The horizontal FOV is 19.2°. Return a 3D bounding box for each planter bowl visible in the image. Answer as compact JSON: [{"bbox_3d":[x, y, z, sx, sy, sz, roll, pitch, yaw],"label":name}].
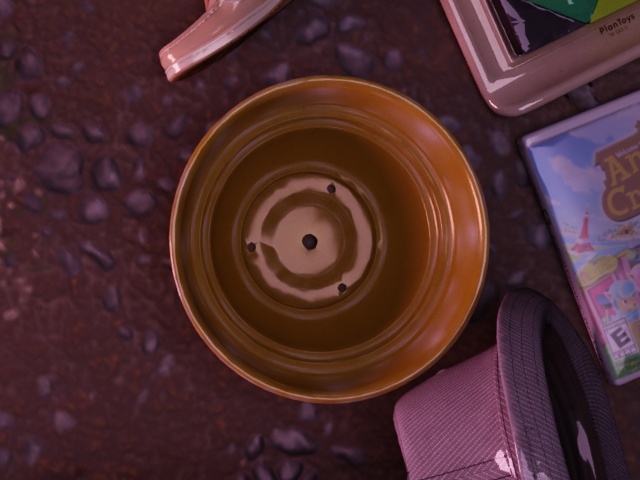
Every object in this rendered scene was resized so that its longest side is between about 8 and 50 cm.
[{"bbox_3d":[0.000,0.000,1.289,0.217,0.090,0.217,0,89,-11],"label":"planter bowl"}]

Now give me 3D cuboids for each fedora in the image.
[{"bbox_3d":[0.124,0.160,1.257,0.124,0.275,0.244,-16,84,15],"label":"fedora"}]

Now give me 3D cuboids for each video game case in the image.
[{"bbox_3d":[0.272,-0.022,1.377,0.212,0.023,0.193,-22,93,-11],"label":"video game case"}]

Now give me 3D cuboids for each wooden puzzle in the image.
[{"bbox_3d":[0.175,-0.237,1.351,0.221,0.044,0.239,-27,94,-10],"label":"wooden puzzle"}]

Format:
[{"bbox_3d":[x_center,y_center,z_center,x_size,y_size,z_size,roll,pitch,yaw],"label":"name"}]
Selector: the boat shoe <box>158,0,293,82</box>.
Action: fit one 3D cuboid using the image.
[{"bbox_3d":[-0.053,-0.176,1.299,0.170,0.063,0.059,-41,94,-19],"label":"boat shoe"}]
